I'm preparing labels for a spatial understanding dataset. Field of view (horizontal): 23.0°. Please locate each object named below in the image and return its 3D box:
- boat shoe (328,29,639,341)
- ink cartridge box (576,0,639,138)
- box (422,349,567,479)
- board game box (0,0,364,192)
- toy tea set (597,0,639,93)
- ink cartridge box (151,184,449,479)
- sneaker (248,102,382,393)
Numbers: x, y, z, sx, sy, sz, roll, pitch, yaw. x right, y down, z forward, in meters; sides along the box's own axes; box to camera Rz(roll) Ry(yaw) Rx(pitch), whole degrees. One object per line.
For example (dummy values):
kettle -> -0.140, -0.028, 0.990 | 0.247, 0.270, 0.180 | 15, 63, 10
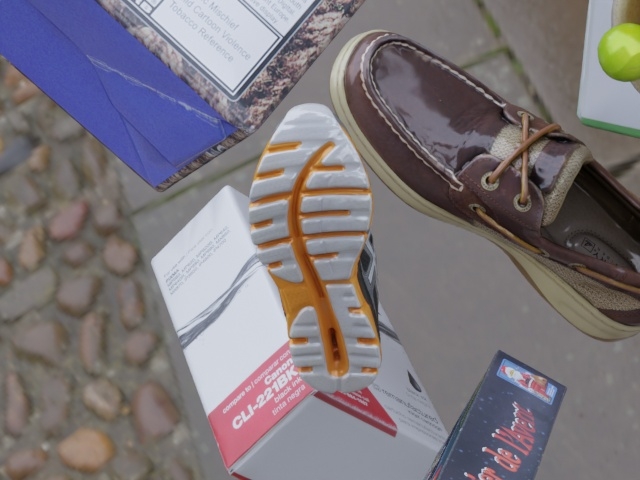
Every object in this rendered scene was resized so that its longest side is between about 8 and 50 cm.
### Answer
boat shoe -> 0.162, -0.051, 1.216 | 0.123, 0.342, 0.123 | -56, 15, -28
ink cartridge box -> 0.345, -0.124, 1.061 | 0.278, 0.117, 0.201 | -8, 18, -37
box -> 0.047, 0.173, 0.769 | 0.044, 0.159, 0.233 | 29, 29, 5
board game box -> -0.053, -0.212, 0.723 | 0.291, 0.232, 0.141 | -51, 11, -21
toy tea set -> 0.259, -0.120, 0.495 | 0.336, 0.200, 0.124 | -4, 20, -3
ink cartridge box -> -0.018, 0.104, 1.400 | 0.114, 0.197, 0.273 | -45, 42, 16
sneaker -> 0.000, 0.000, 1.092 | 0.084, 0.215, 0.083 | -1, 30, 7
